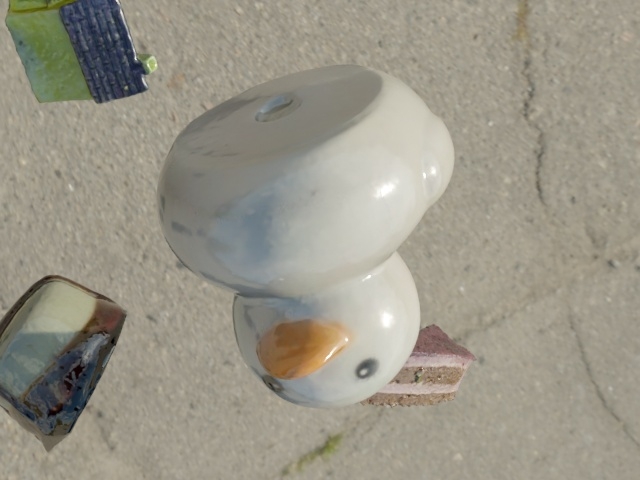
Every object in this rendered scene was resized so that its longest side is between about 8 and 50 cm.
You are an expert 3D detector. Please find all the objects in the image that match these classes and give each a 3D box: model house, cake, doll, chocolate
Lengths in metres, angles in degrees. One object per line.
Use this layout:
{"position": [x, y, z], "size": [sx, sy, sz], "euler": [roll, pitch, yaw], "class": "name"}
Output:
{"position": [-0.375, -0.344, 1.614], "size": [0.170, 0.211, 0.194], "euler": [-55, 140, -48], "class": "model house"}
{"position": [0.134, 0.199, 1.567], "size": [0.295, 0.113, 0.116], "euler": [7, 121, -57], "class": "cake"}
{"position": [0.000, 0.000, 0.689], "size": [0.221, 0.251, 0.221], "euler": [4, 124, 7], "class": "doll"}
{"position": [-0.475, 0.198, 1.669], "size": [0.186, 0.283, 0.283], "euler": [27, 108, -14], "class": "chocolate"}
